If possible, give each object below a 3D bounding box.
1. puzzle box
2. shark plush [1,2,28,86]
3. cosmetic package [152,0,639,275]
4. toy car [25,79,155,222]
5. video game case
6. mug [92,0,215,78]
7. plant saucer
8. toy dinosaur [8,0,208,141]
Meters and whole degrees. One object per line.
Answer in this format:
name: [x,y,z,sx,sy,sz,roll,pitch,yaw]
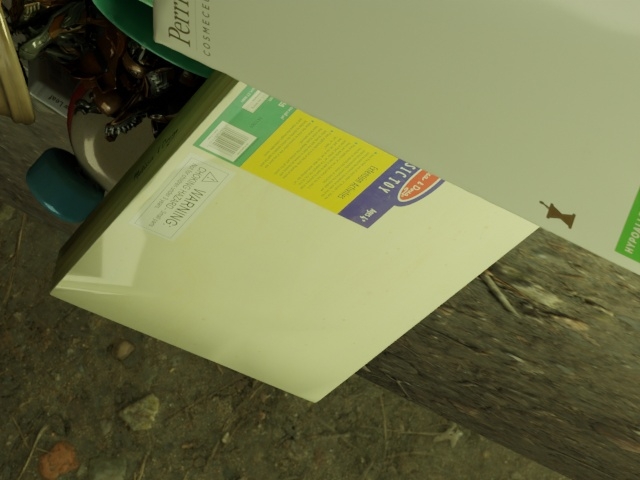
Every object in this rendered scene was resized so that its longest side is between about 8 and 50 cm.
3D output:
puzzle box: [-0.006,-0.021,1.293,0.272,0.052,0.409,25,138,-22]
shark plush: [-0.345,-0.239,1.723,0.161,0.073,0.067,48,177,-7]
cosmetic package: [0.110,-0.127,0.771,0.366,0.155,0.197,25,149,13]
toy car: [-0.165,-0.129,1.624,0.210,0.219,0.238,36,-164,-32]
video game case: [-0.235,-0.152,1.780,0.193,0.023,0.212,33,-165,-23]
mug: [-0.105,-0.203,1.241,0.129,0.097,0.158,19,165,44]
plant saucer: [-0.296,-0.224,1.343,0.278,0.041,0.277,162,90,-80]
toy dinosaur: [-0.103,-0.137,1.395,0.322,0.218,0.164,-2,150,-16]
